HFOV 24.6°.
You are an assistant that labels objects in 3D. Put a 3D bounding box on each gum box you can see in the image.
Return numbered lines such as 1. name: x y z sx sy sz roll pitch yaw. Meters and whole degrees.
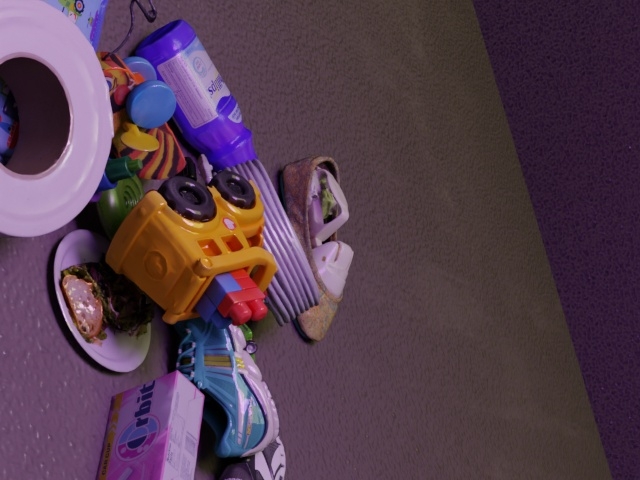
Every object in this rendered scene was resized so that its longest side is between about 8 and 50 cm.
1. gum box: -0.213 0.266 1.825 0.062 0.107 0.188 49 30 -35

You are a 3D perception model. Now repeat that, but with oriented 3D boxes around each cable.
1. cable: -0.085 0.002 2.233 0.257 0.089 0.257 60 -7 39

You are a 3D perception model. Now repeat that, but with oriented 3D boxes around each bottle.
1. bottle: -0.183 -0.206 2.311 0.283 0.092 0.118 59 20 -17

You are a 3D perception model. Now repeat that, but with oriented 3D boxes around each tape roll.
1. tape roll: -0.377 -0.144 1.729 0.286 0.100 0.286 2 88 -53

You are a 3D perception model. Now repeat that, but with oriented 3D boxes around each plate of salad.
1. plate of salad: -0.278 0.075 1.930 0.200 0.048 0.200 46 31 -39

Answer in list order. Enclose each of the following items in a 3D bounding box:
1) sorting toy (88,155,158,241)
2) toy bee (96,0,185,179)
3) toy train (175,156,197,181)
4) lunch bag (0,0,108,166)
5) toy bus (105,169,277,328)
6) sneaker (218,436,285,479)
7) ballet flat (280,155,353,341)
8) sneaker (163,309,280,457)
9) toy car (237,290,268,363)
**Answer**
1. sorting toy: -0.217 -0.055 2.003 0.365 0.126 0.127 34 45 -67
2. toy bee: -0.295 -0.204 2.043 0.195 0.162 0.298 32 -39 65
3. toy train: -0.197 -0.058 2.224 0.027 0.036 0.158 32 42 -52
4. lunch bag: -0.404 -0.221 1.867 0.221 0.138 0.293 32 56 -53
5. toy bus: -0.133 0.029 1.924 0.211 0.149 0.220 47 32 21
6. sneaker: -0.101 0.334 2.033 0.106 0.078 0.234 40 38 -50
7. ballet flat: 0.000 0.000 2.486 0.123 0.123 0.348 39 37 -47
8. sneaker: -0.155 0.172 2.026 0.110 0.107 0.275 -20 72 -32
9. toy car: -0.128 0.114 2.127 0.239 0.053 0.225 -141 -138 -63
